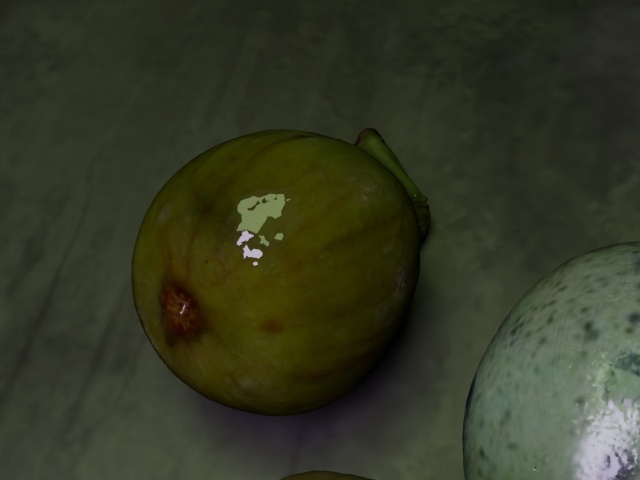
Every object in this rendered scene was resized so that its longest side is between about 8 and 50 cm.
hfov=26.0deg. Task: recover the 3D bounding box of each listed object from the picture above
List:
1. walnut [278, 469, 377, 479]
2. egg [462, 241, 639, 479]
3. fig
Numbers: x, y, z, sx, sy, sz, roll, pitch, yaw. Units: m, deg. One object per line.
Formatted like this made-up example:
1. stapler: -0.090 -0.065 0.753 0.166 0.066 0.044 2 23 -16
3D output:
1. walnut: -0.001 0.233 0.442 0.253 0.282 0.277 0 46 -38
2. egg: 0.130 0.085 0.594 0.141 0.141 0.181 16 65 25
3. fig: -0.006 0.014 0.712 0.148 0.186 0.142 19 103 49
